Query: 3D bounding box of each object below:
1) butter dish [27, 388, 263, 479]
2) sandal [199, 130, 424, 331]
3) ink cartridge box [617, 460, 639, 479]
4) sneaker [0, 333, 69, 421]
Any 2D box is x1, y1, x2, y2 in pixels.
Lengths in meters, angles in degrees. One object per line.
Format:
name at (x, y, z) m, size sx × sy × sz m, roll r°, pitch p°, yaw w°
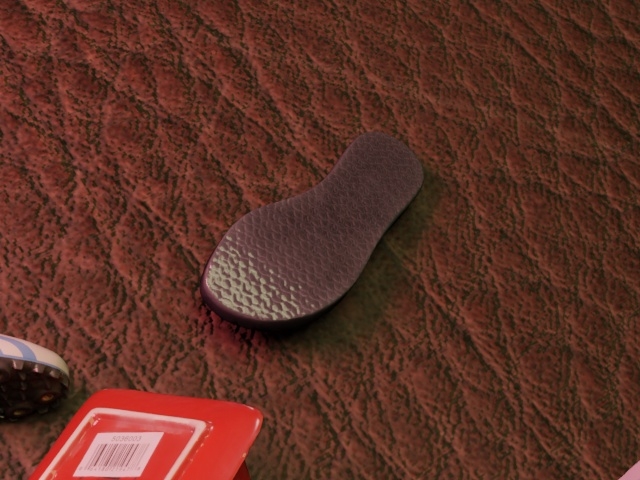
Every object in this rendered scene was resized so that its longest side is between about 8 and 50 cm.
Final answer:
butter dish at (-0.109, 0.185, 0.750) m, size 0.160 × 0.118 × 0.160 m, roll 0°, pitch 43°, yaw 37°
sandal at (0.001, 0.000, 0.949) m, size 0.097 × 0.054 × 0.254 m, roll 45°, pitch 47°, yaw 8°
ink cartridge box at (0.317, 0.304, 0.768) m, size 0.223 × 0.129 × 0.307 m, roll 5°, pitch 55°, yaw -12°
sneaker at (-0.286, 0.068, 0.799) m, size 0.237 × 0.085 × 0.086 m, roll 11°, pitch 47°, yaw -12°
